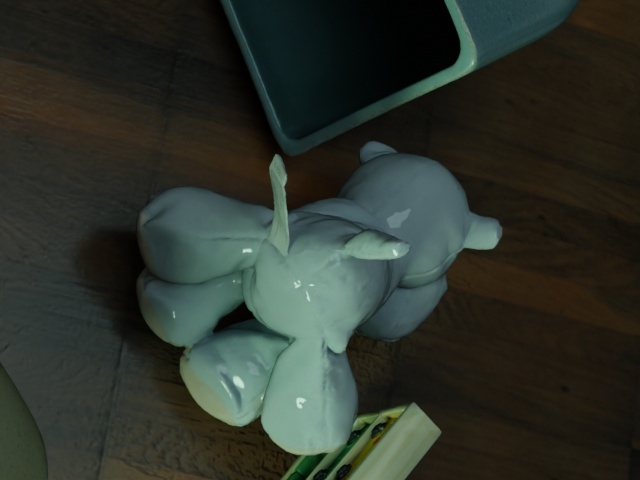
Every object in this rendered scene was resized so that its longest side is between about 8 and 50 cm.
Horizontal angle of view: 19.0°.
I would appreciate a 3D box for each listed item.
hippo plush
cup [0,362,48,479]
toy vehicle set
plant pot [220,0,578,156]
[{"bbox_3d":[0.000,0.000,1.575,0.234,0.294,0.236,33,43,18],"label":"hippo plush"},{"bbox_3d":[-0.334,0.162,1.357,0.237,0.331,0.331,26,68,-45],"label":"cup"},{"bbox_3d":[-0.027,0.243,1.534,0.035,0.166,0.267,46,65,-9],"label":"toy vehicle set"},{"bbox_3d":[0.083,-0.246,1.651,0.252,0.247,0.248,-21,88,-44],"label":"plant pot"}]
